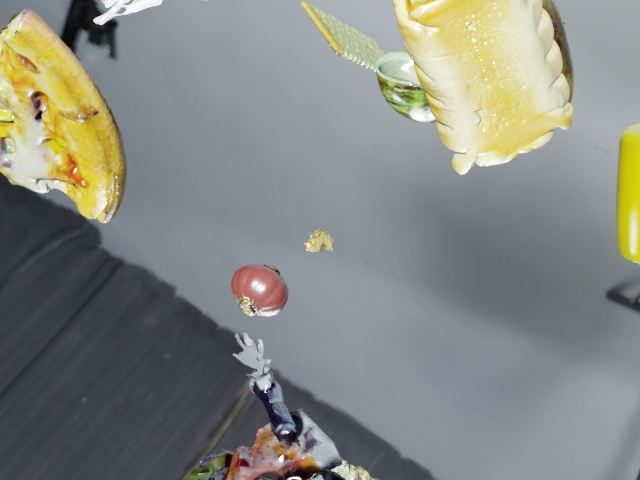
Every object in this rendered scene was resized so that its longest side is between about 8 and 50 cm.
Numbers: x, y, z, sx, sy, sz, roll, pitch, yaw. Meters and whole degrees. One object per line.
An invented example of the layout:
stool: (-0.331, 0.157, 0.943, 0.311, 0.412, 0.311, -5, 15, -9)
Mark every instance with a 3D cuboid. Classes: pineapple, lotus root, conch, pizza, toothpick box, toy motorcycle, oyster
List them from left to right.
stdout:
pizza: (-0.226, -0.089, 0.689, 0.176, 0.036, 0.185, 10, 140, 5)
toy motorcycle: (-0.040, 0.249, 0.989, 0.207, 0.401, 0.134, -26, 122, 1)
pineapple: (0.000, 0.000, 1.826, 0.019, 0.083, 0.045, 6, 97, 32)
oyster: (0.026, 0.459, 1.849, 0.198, 0.092, 0.259, 26, 168, -9)
conch: (0.199, -0.252, 1.636, 0.181, 0.187, 0.124, 17, 123, 42)
lotus root: (0.344, -0.311, 1.588, 0.123, 0.124, 0.241, -4, 107, 38)
toothpick box: (0.667, -0.084, 1.914, 0.175, 0.175, 0.271, 12, 113, 30)

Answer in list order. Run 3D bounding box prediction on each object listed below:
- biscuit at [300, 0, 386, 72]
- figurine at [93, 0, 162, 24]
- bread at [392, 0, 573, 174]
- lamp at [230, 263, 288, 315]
biscuit: (0.064, -0.343, 1.716, 0.016, 0.231, 0.139, -44, 61, 21)
figurine: (-0.236, -0.469, 1.506, 0.284, 0.316, 0.206, 13, 135, 37)
bread: (0.194, -0.232, 1.170, 0.173, 0.121, 0.311, -21, 130, 8)
lamp: (-0.101, 0.082, 1.616, 0.101, 0.090, 0.101, 26, 151, 16)
